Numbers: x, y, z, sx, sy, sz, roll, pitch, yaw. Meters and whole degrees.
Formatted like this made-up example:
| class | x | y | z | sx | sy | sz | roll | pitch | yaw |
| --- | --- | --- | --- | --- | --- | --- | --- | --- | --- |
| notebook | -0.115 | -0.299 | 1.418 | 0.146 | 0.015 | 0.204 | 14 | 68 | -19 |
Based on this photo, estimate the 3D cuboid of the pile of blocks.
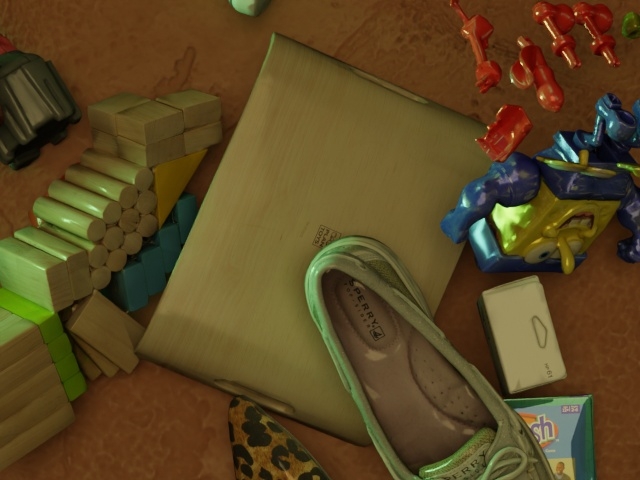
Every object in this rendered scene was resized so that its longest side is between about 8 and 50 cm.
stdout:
| class | x | y | z | sx | sy | sz | roll | pitch | yaw |
| --- | --- | --- | --- | --- | --- | --- | --- | --- | --- |
| pile of blocks | -0.209 | 0.022 | 1.710 | 0.113 | 0.149 | 0.362 | 22 | 71 | 46 |

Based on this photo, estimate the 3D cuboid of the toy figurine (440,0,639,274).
| class | x | y | z | sx | sy | sz | roll | pitch | yaw |
| --- | --- | --- | --- | --- | --- | --- | --- | --- | --- |
| toy figurine | 0.207 | -0.059 | 1.669 | 0.217 | 0.363 | 0.191 | -52 | 54 | 36 |

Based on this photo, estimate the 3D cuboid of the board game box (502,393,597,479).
| class | x | y | z | sx | sy | sz | roll | pitch | yaw |
| --- | --- | --- | --- | --- | --- | --- | --- | --- | --- |
| board game box | 0.157 | 0.238 | 1.693 | 0.160 | 0.047 | 0.210 | -2 | 85 | 2 |

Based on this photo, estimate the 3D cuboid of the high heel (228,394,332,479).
| class | x | y | z | sx | sy | sz | roll | pitch | yaw |
| --- | --- | --- | --- | --- | --- | --- | --- | --- | --- |
| high heel | -0.061 | 0.271 | 1.636 | 0.186 | 0.093 | 0.261 | -25 | 90 | -37 |

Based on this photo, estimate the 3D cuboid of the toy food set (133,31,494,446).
| class | x | y | z | sx | sy | sz | roll | pitch | yaw |
| --- | --- | --- | --- | --- | --- | --- | --- | --- | --- |
| toy food set | 0.000 | 0.000 | 1.711 | 0.220 | 0.092 | 0.306 | 24 | 87 | -8 |

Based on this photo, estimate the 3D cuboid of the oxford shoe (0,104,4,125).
| class | x | y | z | sx | sy | sz | roll | pitch | yaw |
| --- | --- | --- | --- | --- | --- | --- | --- | --- | --- |
| oxford shoe | -0.433 | -0.116 | 1.695 | 0.348 | 0.123 | 0.130 | -14 | 80 | 14 |

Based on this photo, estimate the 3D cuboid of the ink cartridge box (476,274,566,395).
| class | x | y | z | sx | sy | sz | roll | pitch | yaw |
| --- | --- | --- | --- | --- | --- | --- | --- | --- | --- |
| ink cartridge box | 0.167 | 0.081 | 1.670 | 0.052 | 0.122 | 0.088 | -16 | 84 | 0 |

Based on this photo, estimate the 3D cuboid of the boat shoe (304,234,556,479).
| class | x | y | z | sx | sy | sz | roll | pitch | yaw |
| --- | --- | --- | --- | --- | --- | --- | --- | --- | --- |
| boat shoe | 0.090 | 0.142 | 1.613 | 0.118 | 0.103 | 0.320 | -30 | 93 | 10 |

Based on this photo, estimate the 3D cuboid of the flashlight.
| class | x | y | z | sx | sy | sz | roll | pitch | yaw |
| --- | --- | --- | --- | --- | --- | --- | --- | --- | --- |
| flashlight | -0.315 | -0.215 | 1.724 | 0.103 | 0.103 | 0.304 | -35 | 83 | 3 |

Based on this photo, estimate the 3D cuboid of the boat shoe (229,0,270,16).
| class | x | y | z | sx | sy | sz | roll | pitch | yaw |
| --- | --- | --- | --- | --- | --- | --- | --- | --- | --- |
| boat shoe | -0.053 | -0.320 | 1.741 | 0.084 | 0.095 | 0.258 | 13 | 74 | 7 |
